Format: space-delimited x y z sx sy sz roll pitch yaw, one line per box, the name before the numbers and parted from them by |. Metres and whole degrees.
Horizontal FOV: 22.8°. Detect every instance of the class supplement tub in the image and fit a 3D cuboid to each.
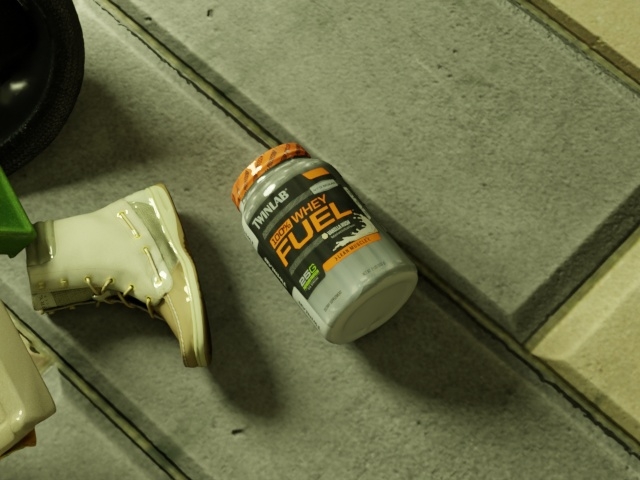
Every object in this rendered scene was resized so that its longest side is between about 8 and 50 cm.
supplement tub | 0.000 0.000 1.589 0.117 0.117 0.190 -33 68 -17

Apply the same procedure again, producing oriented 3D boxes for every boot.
boot | -0.204 0.051 1.579 0.165 0.077 0.213 -15 59 -10

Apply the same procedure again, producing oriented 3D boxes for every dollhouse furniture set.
dollhouse furniture set | -0.357 0.095 1.520 0.197 0.151 0.302 -36 74 22

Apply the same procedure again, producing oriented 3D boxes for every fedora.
fedora | -0.415 -0.201 1.639 0.334 0.334 0.152 -12 29 -8
